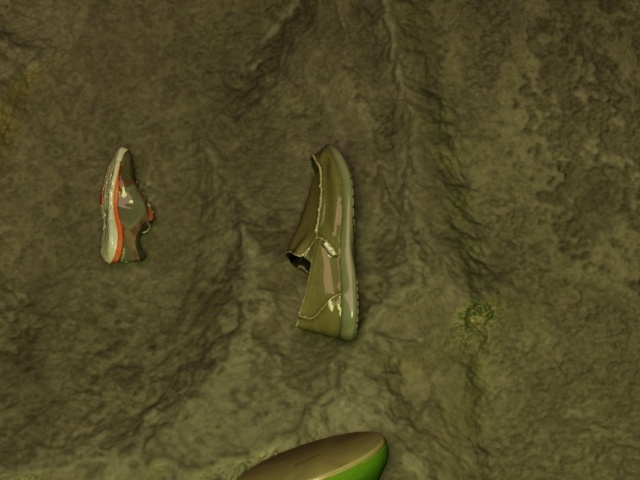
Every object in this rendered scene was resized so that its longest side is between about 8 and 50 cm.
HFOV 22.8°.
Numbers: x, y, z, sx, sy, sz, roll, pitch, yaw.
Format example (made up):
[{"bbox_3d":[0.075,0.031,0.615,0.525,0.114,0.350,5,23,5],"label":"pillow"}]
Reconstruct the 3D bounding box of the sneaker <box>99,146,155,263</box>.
[{"bbox_3d":[-0.242,-0.041,2.012,0.065,0.061,0.158,8,69,-20],"label":"sneaker"}]

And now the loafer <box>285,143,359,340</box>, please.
[{"bbox_3d":[0.000,0.000,1.943,0.087,0.094,0.251,-3,70,0],"label":"loafer"}]

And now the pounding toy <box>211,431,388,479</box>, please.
[{"bbox_3d":[-0.022,0.310,1.811,0.237,0.183,0.110,-18,95,-1],"label":"pounding toy"}]
